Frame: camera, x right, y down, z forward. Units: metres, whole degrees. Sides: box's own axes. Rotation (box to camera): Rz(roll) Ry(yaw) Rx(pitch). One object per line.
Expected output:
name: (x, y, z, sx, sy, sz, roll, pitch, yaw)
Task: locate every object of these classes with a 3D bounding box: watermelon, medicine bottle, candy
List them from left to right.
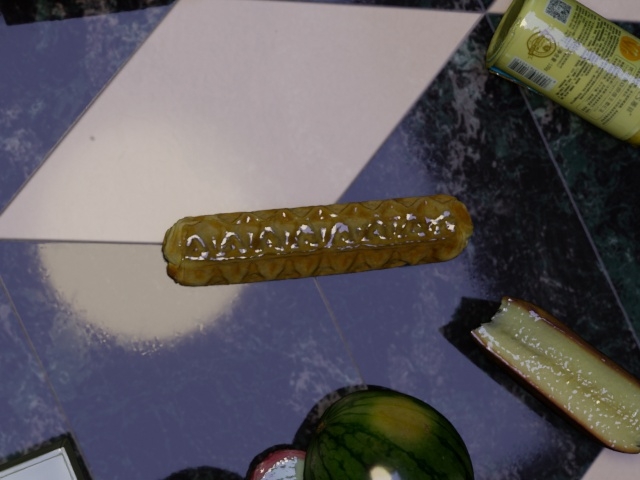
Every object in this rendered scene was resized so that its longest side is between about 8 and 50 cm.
candy: (-0.035, 0.294, 1.378, 0.103, 0.043, 0.103, 1, 86, -11)
watermelon: (0.096, 0.275, 1.342, 0.204, 0.127, 0.232, -40, 93, -30)
medicine bottle: (0.325, -0.207, 1.419, 0.239, 0.124, 0.124, 29, 84, -7)

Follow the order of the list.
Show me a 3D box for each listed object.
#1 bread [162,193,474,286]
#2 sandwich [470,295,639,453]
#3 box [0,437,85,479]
bread: (0.000, -0.001, 1.381, 0.367, 0.077, 0.084, -6, 87, -9)
sandwich: (0.291, 0.156, 1.408, 0.258, 0.096, 0.094, 38, 89, -6)
box: (-0.303, 0.352, 1.314, 0.129, 0.086, 0.225, -21, 91, -9)
